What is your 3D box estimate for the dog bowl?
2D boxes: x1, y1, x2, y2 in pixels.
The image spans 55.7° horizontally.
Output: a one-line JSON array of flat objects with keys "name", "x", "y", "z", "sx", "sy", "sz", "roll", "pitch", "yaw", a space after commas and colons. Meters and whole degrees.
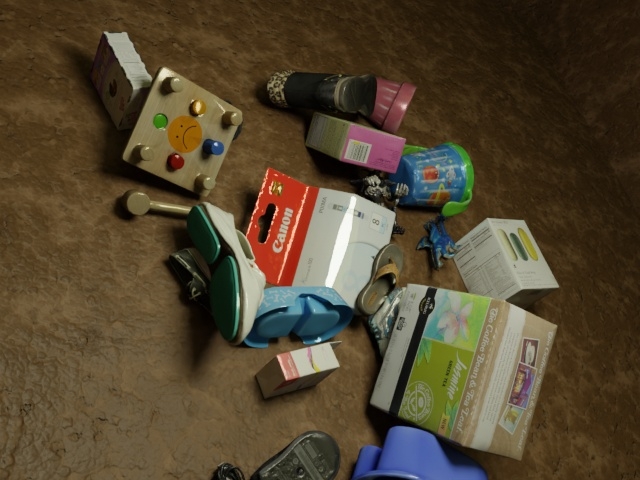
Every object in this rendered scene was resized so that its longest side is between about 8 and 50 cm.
[{"name": "dog bowl", "x": -0.062, "y": 0.182, "z": 1.490, "sx": 0.297, "sy": 0.166, "sz": 0.074, "roll": 2, "pitch": 46, "yaw": -35}]

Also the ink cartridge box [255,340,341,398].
[{"name": "ink cartridge box", "x": -0.038, "y": 0.304, "z": 1.438, "sx": 0.198, "sy": 0.115, "sz": 0.067, "roll": -6, "pitch": 61, "yaw": -38}]

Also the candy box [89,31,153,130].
[{"name": "candy box", "x": -0.525, "y": -0.419, "z": 1.602, "sx": 0.070, "sy": 0.165, "sz": 0.196, "roll": -17, "pitch": 69, "yaw": -41}]

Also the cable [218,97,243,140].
[{"name": "cable", "x": -0.304, "y": -0.359, "z": 1.804, "sx": 0.185, "sy": 0.047, "sz": 0.150, "roll": -3, "pitch": 60, "yaw": -38}]

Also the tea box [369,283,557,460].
[{"name": "tea box", "x": 0.338, "y": 0.303, "z": 1.462, "sx": 0.220, "sy": 0.324, "sz": 0.328, "roll": 24, "pitch": 79, "yaw": -33}]

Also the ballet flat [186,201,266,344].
[{"name": "ballet flat", "x": -0.197, "y": 0.062, "z": 1.395, "sx": 0.139, "sy": 0.139, "sz": 0.400, "roll": 4, "pitch": 43, "yaw": -34}]

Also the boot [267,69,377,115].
[{"name": "boot", "x": 0.019, "y": -0.488, "z": 2.004, "sx": 0.284, "sy": 0.138, "sz": 0.377, "roll": 10, "pitch": 17, "yaw": 19}]

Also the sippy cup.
[{"name": "sippy cup", "x": 0.360, "y": -0.211, "z": 2.067, "sx": 0.224, "sy": 0.305, "sz": 0.240, "roll": -7, "pitch": 100, "yaw": -28}]

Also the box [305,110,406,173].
[{"name": "box", "x": 0.107, "y": -0.313, "z": 1.932, "sx": 0.214, "sy": 0.117, "sz": 0.243, "roll": 9, "pitch": 15, "yaw": -32}]

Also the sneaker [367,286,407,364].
[{"name": "sneaker", "x": 0.186, "y": 0.257, "z": 1.670, "sx": 0.122, "sy": 0.110, "sz": 0.283, "roll": 8, "pitch": 60, "yaw": 12}]

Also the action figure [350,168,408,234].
[{"name": "action figure", "x": 0.200, "y": -0.146, "z": 1.945, "sx": 0.164, "sy": 0.141, "sz": 0.275, "roll": 2, "pitch": 58, "yaw": -24}]

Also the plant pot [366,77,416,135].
[{"name": "plant pot", "x": 0.230, "y": -0.506, "z": 2.219, "sx": 0.180, "sy": 0.201, "sz": 0.201, "roll": 26, "pitch": 44, "yaw": 3}]

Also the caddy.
[{"name": "caddy", "x": 0.218, "y": 0.572, "z": 1.335, "sx": 0.341, "sy": 0.241, "sz": 0.179, "roll": 33, "pitch": 38, "yaw": -11}]

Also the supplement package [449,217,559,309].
[{"name": "supplement package", "x": 0.605, "y": 0.089, "z": 2.016, "sx": 0.199, "sy": 0.198, "sz": 0.262, "roll": 1, "pitch": 57, "yaw": -35}]

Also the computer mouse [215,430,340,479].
[{"name": "computer mouse", "x": -0.079, "y": 0.506, "z": 1.295, "sx": 0.272, "sy": 0.072, "sz": 0.188, "roll": -24, "pitch": 76, "yaw": -32}]

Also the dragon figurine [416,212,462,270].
[{"name": "dragon figurine", "x": 0.373, "y": 0.010, "z": 1.987, "sx": 0.144, "sy": 0.085, "sz": 0.289, "roll": 44, "pitch": 39, "yaw": 4}]

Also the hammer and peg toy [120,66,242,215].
[{"name": "hammer and peg toy", "x": -0.364, "y": -0.219, "z": 1.545, "sx": 0.266, "sy": 0.127, "sz": 0.361, "roll": 24, "pitch": 87, "yaw": -40}]

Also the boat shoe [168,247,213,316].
[{"name": "boat shoe", "x": -0.287, "y": 0.114, "z": 1.437, "sx": 0.070, "sy": 0.077, "sz": 0.219, "roll": -17, "pitch": 61, "yaw": -44}]

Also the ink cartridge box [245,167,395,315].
[{"name": "ink cartridge box", "x": 0.000, "y": 0.000, "z": 1.639, "sx": 0.385, "sy": 0.091, "sz": 0.308, "roll": 23, "pitch": 71, "yaw": -23}]

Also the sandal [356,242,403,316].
[{"name": "sandal", "x": 0.169, "y": 0.105, "z": 1.623, "sx": 0.090, "sy": 0.060, "sz": 0.219, "roll": 42, "pitch": 64, "yaw": -16}]
